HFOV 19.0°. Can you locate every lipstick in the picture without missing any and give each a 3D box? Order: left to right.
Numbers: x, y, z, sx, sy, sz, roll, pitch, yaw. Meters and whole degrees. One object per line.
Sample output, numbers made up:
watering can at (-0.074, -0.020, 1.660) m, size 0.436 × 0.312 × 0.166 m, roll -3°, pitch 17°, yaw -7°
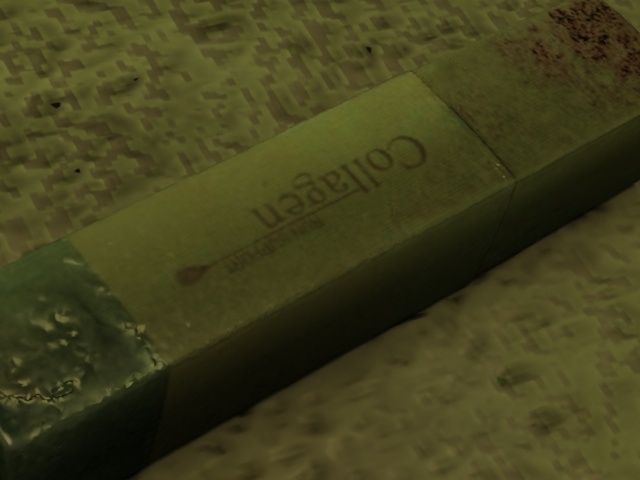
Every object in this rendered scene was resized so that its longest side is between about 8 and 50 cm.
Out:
lipstick at (0.000, 0.000, 0.703) m, size 0.317 × 0.068 × 0.066 m, roll -27°, pitch 63°, yaw -30°
